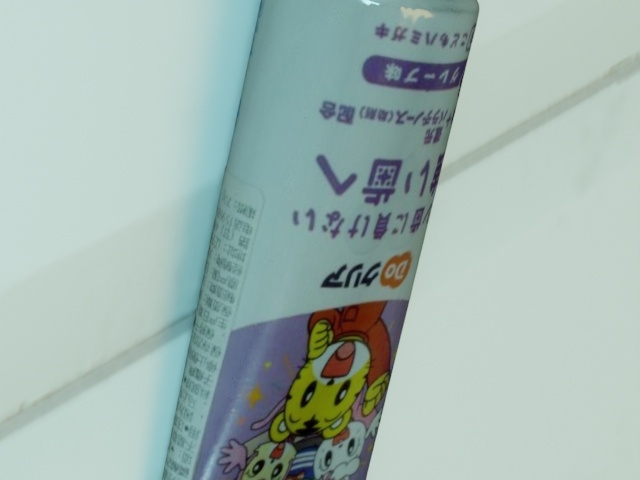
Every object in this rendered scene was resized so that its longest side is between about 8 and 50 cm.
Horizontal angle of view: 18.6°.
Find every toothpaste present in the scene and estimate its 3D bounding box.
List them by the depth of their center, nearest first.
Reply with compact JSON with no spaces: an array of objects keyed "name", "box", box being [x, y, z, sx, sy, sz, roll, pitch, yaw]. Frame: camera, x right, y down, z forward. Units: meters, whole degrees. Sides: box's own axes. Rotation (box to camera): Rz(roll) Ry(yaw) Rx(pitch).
[{"name":"toothpaste","box":[0.000,0.000,0.690,0.114,0.073,0.299,-8,115,-50]}]
